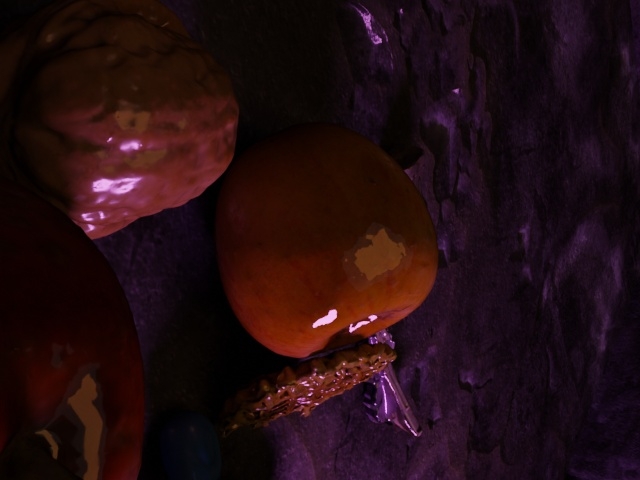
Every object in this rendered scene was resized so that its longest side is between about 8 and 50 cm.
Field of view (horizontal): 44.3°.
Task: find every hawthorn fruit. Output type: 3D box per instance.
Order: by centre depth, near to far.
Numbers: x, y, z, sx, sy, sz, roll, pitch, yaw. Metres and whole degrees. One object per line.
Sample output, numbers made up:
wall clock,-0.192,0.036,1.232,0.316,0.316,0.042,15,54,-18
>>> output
hawthorn fruit,-0.295,0.121,0.560,0.403,0.403,0.402,-20,116,-51

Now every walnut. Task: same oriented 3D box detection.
walnut,-0.199,-0.118,0.762,0.257,0.225,0.257,-36,135,-48

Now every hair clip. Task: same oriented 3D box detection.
hair clip,0.122,0.258,1.454,0.106,0.085,0.292,-40,125,-35

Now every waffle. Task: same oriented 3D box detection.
waffle,-0.017,0.209,1.134,0.254,0.245,0.052,1,59,-51

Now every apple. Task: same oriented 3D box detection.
apple,0.000,0.000,1.037,0.299,0.299,0.275,-3,57,-54

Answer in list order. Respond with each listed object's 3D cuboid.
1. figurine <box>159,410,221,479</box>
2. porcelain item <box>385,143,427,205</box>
figurine,-0.122,0.436,1.064,0.243,0.298,0.416,-108,176,-56
porcelain item,0.159,-0.064,1.427,0.081,0.069,0.215,-53,143,-39
